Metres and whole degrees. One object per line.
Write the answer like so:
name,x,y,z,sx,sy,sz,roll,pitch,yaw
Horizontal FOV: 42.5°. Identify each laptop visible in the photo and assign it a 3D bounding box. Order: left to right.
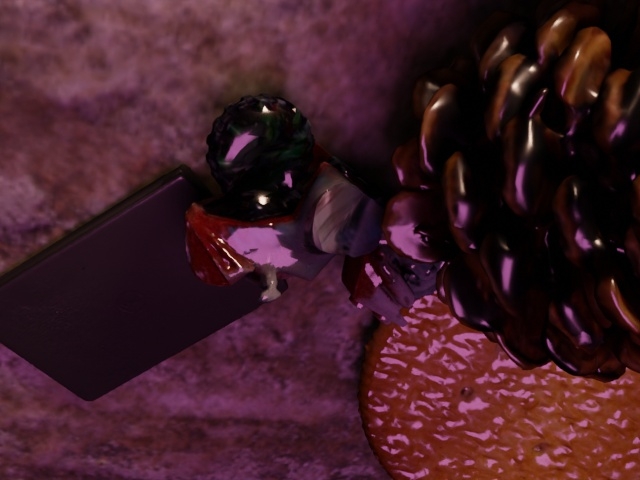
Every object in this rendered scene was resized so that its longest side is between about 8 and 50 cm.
laptop,-0.136,0.039,0.590,0.197,0.016,0.135,-29,128,13

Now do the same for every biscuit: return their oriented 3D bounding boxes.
biscuit,0.179,0.117,0.664,0.305,0.038,0.306,-1,116,-2

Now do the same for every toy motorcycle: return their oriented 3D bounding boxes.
toy motorcycle,0.000,0.001,0.533,0.213,0.082,0.122,31,107,-34

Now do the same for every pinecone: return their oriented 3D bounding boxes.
pinecone,0.169,-0.030,0.450,0.224,0.272,0.224,-4,98,-31
